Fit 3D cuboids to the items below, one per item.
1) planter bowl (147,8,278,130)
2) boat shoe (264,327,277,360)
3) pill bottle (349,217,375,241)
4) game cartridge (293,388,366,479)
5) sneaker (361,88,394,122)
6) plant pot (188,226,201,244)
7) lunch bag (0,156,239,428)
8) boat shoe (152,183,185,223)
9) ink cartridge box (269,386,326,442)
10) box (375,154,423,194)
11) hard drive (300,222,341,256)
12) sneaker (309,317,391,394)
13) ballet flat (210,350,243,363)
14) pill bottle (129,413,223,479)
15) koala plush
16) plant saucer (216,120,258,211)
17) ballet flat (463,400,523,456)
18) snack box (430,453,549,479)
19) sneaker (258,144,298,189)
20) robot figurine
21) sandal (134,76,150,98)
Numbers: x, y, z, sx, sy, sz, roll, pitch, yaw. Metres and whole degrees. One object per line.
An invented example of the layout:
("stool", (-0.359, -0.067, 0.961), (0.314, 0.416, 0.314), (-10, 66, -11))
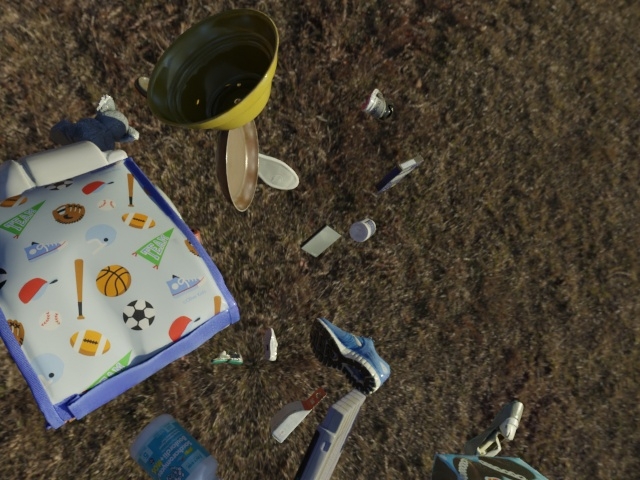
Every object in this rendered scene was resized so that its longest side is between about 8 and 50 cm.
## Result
("planter bowl", (-0.144, -0.234, 0.744), (0.217, 0.090, 0.217), (-9, 62, 18))
("boat shoe", (-0.150, 0.321, 1.521), (0.035, 0.035, 0.100), (25, 51, -46))
("pill bottle", (0.142, -0.037, 1.620), (0.067, 0.120, 0.067), (4, 102, 20))
("game cartridge", (0.004, 0.582, 1.318), (0.068, 0.230, 0.355), (25, 94, 24))
("sneaker", (0.150, -0.341, 1.267), (0.075, 0.170, 0.063), (34, 111, -5))
("plant pot", (-0.437, 0.102, 1.366), (0.272, 0.272, 0.265), (1, 102, -7))
("lunch bag", (-0.373, 0.084, 0.844), (0.328, 0.239, 0.385), (-30, 56, -29))
("boat shoe", (-0.561, -0.058, 1.829), (0.103, 0.118, 0.320), (-30, 102, -16))
("ink cartridge box", (-0.089, 0.627, 1.839), (0.066, 0.189, 0.232), (42, 79, -1))
("box", (0.320, -0.274, 2.084), (0.136, 0.225, 0.036), (-27, 81, -34))
("hard drive", (0.000, 0.000, 1.884), (0.135, 0.094, 0.022), (-41, 46, 16))
("sneaker", (0.095, 0.369, 1.644), (0.147, 0.129, 0.330), (-12, 40, -46))
("ballet flat", (-0.290, 0.358, 1.515), (0.114, 0.041, 0.041), (16, 70, -43))
("pill bottle", (-0.388, 0.619, 1.366), (0.264, 0.146, 0.146), (36, 74, 14))
("koala plush", (-0.722, -0.354, 1.627), (0.221, 0.203, 0.196), (-49, 119, -34))
("plant saucer", (-0.251, -0.244, 1.494), (0.050, 0.310, 0.310), (3, 75, 8))
("ballet flat", (0.481, 0.529, 1.335), (0.213, 0.068, 0.072), (-44, 114, 5))
("snack box", (0.330, 0.435, 0.763), (0.187, 0.322, 0.060), (10, 91, -16))
("sneaker", (-0.211, -0.292, 1.795), (0.296, 0.104, 0.147), (24, 28, -25))
("robot figurine", (-0.653, -0.127, 1.238), (0.353, 0.300, 0.199), (-27, 109, -34))
("sandal", (-0.428, -0.406, 1.415), (0.219, 0.060, 0.090), (39, 31, -5))
